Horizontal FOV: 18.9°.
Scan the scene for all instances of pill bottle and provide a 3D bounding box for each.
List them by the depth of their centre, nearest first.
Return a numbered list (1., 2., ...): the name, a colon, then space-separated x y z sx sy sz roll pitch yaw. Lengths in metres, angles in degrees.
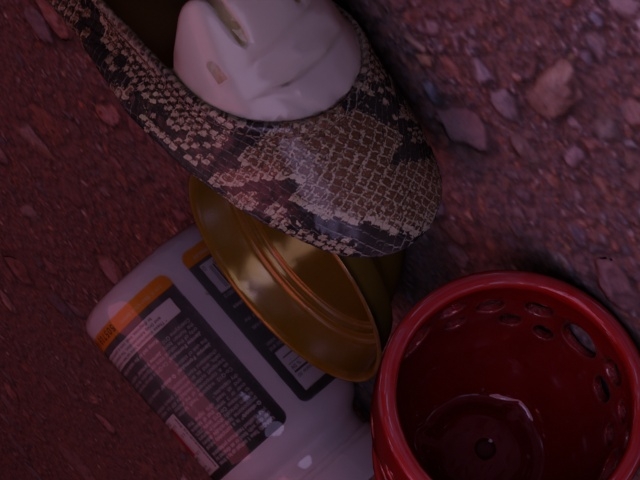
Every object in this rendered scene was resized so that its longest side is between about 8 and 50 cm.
1. pill bottle: -0.070 0.129 1.747 0.278 0.162 0.162 49 157 4

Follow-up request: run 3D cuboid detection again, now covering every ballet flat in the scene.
1. ballet flat: -0.102 -0.183 1.344 0.483 0.164 0.182 44 156 23

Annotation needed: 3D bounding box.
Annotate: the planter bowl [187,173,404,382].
1. planter bowl: 0.000 0.000 1.516 0.217 0.090 0.217 40 155 22

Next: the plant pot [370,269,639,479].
1. plant pot: 0.124 0.136 1.375 0.191 0.191 0.174 46 160 11
